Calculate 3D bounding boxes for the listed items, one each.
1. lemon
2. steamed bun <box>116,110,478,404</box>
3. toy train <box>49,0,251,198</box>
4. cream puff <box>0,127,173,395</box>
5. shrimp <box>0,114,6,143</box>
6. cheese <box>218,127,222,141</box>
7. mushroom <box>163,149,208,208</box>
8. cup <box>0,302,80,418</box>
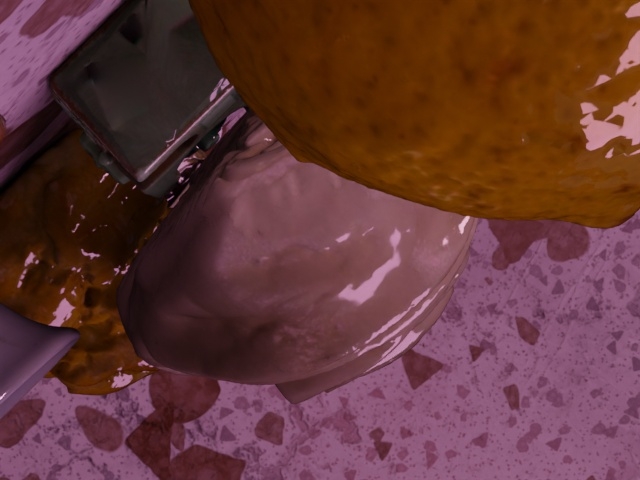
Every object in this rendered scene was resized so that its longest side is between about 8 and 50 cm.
[{"bbox_3d":[0.088,-0.179,0.854,0.350,0.387,0.350,-172,-90,-67],"label":"lemon"},{"bbox_3d":[0.000,0.000,1.422,0.342,0.255,0.367,-54,-174,-24],"label":"steamed bun"},{"bbox_3d":[-0.077,-0.180,1.282,0.326,0.129,0.159,-43,176,2],"label":"toy train"},{"bbox_3d":[-0.238,0.045,1.628,0.291,0.257,0.324,-50,-175,-33],"label":"cream puff"},{"bbox_3d":[-0.293,-0.018,1.047,0.126,0.047,0.223,-28,-166,45],"label":"shrimp"},{"bbox_3d":[-0.120,-0.186,1.774,0.047,0.092,0.171,-27,164,-38],"label":"cheese"},{"bbox_3d":[-0.274,-0.034,2.077,0.344,0.130,0.247,-48,168,-47],"label":"mushroom"},{"bbox_3d":[-0.388,0.146,1.356,0.347,0.163,0.347,-44,-177,3],"label":"cup"}]
